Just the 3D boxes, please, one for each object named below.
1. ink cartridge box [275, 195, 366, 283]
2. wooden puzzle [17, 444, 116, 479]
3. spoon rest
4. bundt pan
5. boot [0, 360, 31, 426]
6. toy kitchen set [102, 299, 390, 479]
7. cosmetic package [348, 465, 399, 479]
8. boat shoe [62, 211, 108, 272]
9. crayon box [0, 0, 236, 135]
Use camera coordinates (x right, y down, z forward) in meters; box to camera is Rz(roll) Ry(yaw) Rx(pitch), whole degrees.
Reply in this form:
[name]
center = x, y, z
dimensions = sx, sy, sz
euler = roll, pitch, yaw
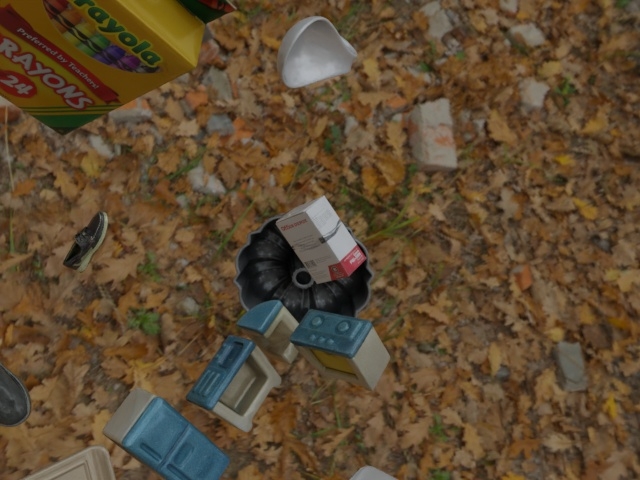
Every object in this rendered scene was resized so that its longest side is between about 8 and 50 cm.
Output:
[ink cartridge box]
center = 0.000, 0.000, 1.164
dimensions = 0.056, 0.099, 0.135
euler = -42, 105, -34
[wooden puzzle]
center = -0.422, 0.464, 1.049
dimensions = 0.239, 0.044, 0.221
euler = -16, 96, -44
[spoon rest]
center = 0.003, -0.352, 1.270
dimensions = 0.084, 0.137, 0.276
euler = 33, 25, 12
[bundt pan]
center = -0.039, 0.068, 1.630
dimensions = 0.331, 0.331, 0.124
euler = 37, 17, -11
[boot]
center = -0.504, 0.197, 0.967
dimensions = 0.076, 0.208, 0.189
euler = -39, 91, -17
[toy kitchen set]
center = -0.063, 0.145, 0.639
dimensions = 0.207, 0.166, 0.122
euler = -56, 129, -26
[cosmetic package]
center = 0.123, 0.278, 0.227
dimensions = 0.385, 0.156, 0.217
euler = 24, 96, 19
[boat shoe]
center = -0.510, 0.003, 1.468
dimensions = 0.049, 0.152, 0.056
euler = 17, 18, -42
[crayon box]
center = -0.285, -0.253, 0.798
dimensions = 0.202, 0.318, 0.081
euler = 37, 48, -43
